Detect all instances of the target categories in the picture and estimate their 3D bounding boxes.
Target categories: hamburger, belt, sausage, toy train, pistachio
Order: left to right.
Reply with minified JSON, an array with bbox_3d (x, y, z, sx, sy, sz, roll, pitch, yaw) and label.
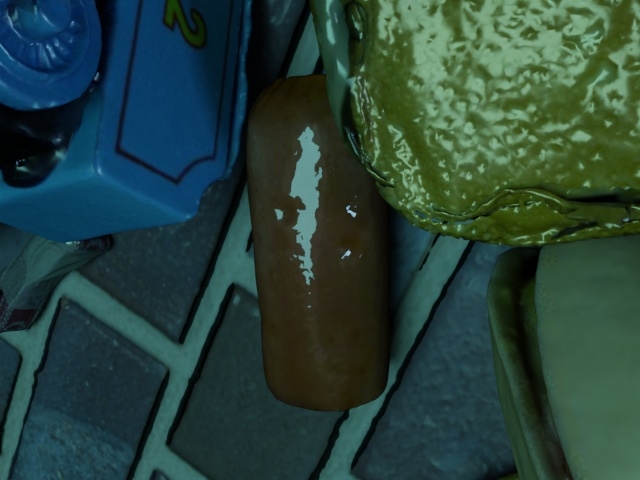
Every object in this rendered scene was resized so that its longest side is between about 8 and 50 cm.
[{"bbox_3d":[-0.288,0.024,0.801,0.232,0.053,0.071,-43,74,29],"label":"belt"},{"bbox_3d":[-0.179,-0.169,0.557,0.188,0.265,0.300,-8,69,32],"label":"toy train"},{"bbox_3d":[0.000,0.000,0.614,0.113,0.113,0.259,4,106,26],"label":"sausage"},{"bbox_3d":[0.139,-0.142,0.476,0.318,0.158,0.319,6,104,25],"label":"hamburger"},{"bbox_3d":[0.205,0.124,0.474,0.193,0.213,0.318,-49,53,39],"label":"pistachio"}]

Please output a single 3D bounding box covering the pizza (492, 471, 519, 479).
[{"bbox_3d":[0.191,0.251,0.603,0.182,0.062,0.161,2,105,26],"label":"pizza"}]
